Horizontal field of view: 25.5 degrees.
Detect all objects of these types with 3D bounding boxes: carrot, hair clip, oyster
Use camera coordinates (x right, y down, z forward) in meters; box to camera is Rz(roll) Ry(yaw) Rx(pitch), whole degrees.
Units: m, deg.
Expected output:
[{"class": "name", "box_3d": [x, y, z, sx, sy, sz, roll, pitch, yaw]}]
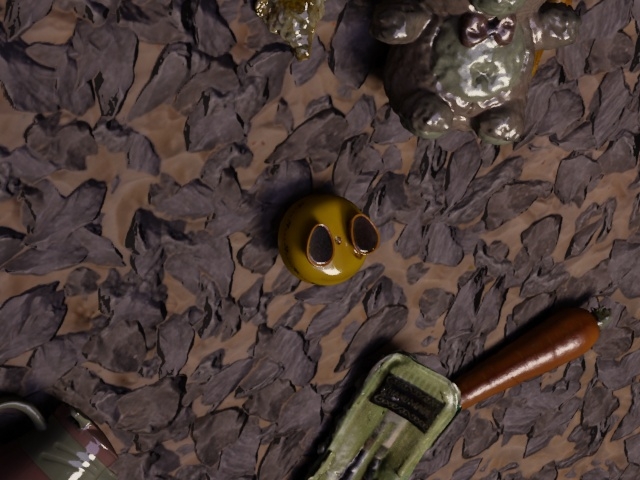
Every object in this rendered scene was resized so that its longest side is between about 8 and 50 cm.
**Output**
[{"class": "carrot", "box_3d": [0.254, 0.172, 1.931, 0.336, 0.069, 0.069, -27, 134, -8]}, {"class": "hair clip", "box_3d": [0.063, 0.285, 1.852, 0.321, 0.138, 0.091, -59, 178, 15]}, {"class": "oyster", "box_3d": [-0.032, -0.267, 1.414, 0.122, 0.045, 0.146, 23, 106, -29]}]

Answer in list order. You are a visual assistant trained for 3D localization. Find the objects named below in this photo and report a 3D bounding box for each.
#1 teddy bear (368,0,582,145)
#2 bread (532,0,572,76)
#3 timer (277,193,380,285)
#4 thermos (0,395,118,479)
[{"class": "teddy bear", "box_3d": [0.162, -0.234, 1.490, 0.236, 0.151, 0.267, 3, 125, -21]}, {"class": "bread", "box_3d": [0.227, -0.234, 1.593, 0.053, 0.074, 0.132, 4, 121, -50]}, {"class": "timer", "box_3d": [0.000, 0.000, 1.608, 0.107, 0.109, 0.107, -1, 93, -28]}, {"class": "thermos", "box_3d": [-0.349, 0.284, 1.535, 0.265, 0.146, 0.176, -46, 111, -9]}]
